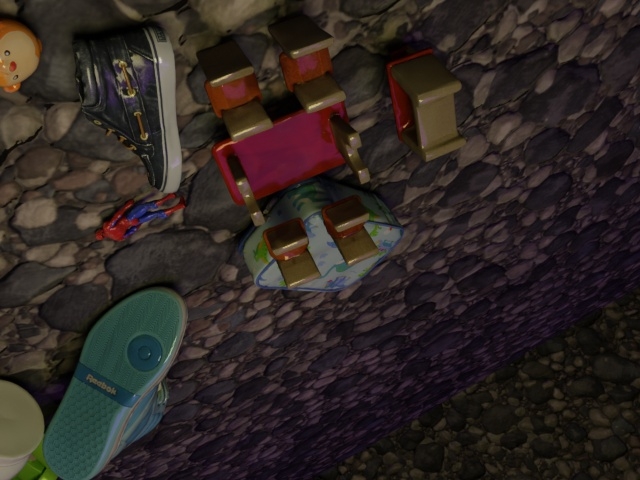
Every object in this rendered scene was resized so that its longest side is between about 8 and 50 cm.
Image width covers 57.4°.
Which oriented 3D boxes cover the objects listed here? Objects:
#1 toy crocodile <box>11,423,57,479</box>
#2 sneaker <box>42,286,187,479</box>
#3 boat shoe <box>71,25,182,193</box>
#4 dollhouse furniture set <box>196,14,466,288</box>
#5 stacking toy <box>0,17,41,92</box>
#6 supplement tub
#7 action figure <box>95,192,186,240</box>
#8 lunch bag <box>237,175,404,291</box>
[{"bbox_3d":[-0.538,0.405,1.014,0.115,0.105,0.340,43,112,-15],"label":"toy crocodile"},{"bbox_3d":[-0.285,0.200,0.916,0.319,0.127,0.208,-55,172,7],"label":"sneaker"},{"bbox_3d":[-0.183,-0.115,0.561,0.083,0.065,0.183,-14,140,-21],"label":"boat shoe"},{"bbox_3d":[0.013,-0.117,0.642,0.259,0.135,0.262,-22,130,-6],"label":"dollhouse furniture set"},{"bbox_3d":[-0.341,-0.091,0.407,0.302,0.166,0.175,-30,147,-29],"label":"stacking toy"},{"bbox_3d":[-0.509,0.303,0.830,0.199,0.144,0.144,-38,149,16],"label":"supplement tub"},{"bbox_3d":[-0.217,-0.029,0.692,0.115,0.030,0.038,-27,145,6],"label":"action figure"},{"bbox_3d":[0.000,0.000,0.854,0.219,0.090,0.176,8,133,-46],"label":"lunch bag"}]
